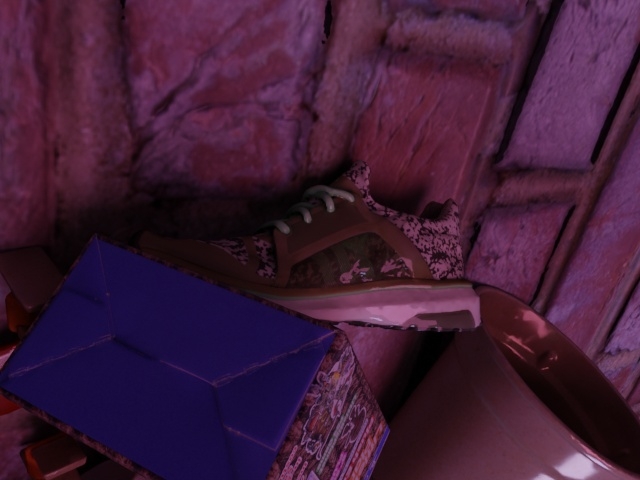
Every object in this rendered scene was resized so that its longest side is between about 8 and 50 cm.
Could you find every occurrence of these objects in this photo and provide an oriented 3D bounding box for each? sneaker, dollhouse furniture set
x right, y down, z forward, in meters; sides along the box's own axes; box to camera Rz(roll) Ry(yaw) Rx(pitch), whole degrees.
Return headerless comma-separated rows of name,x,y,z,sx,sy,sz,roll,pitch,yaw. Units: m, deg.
sneaker,0.000,0.000,0.672,0.410,0.158,0.182,8,81,-31
dollhouse furniture set,-0.342,0.147,0.548,0.259,0.135,0.262,-17,130,-38

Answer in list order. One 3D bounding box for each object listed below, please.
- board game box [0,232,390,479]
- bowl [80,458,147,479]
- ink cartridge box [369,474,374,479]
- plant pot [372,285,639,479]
board game box,-0.084,0.152,0.553,0.141,0.232,0.291,-62,155,-22
bowl,-0.214,0.334,0.677,0.289,0.289,0.156,-27,102,-15
ink cartridge box,0.057,0.464,0.935,0.168,0.233,0.171,32,100,-41
plant pot,0.248,0.291,0.910,0.333,0.334,0.305,20,119,-41
